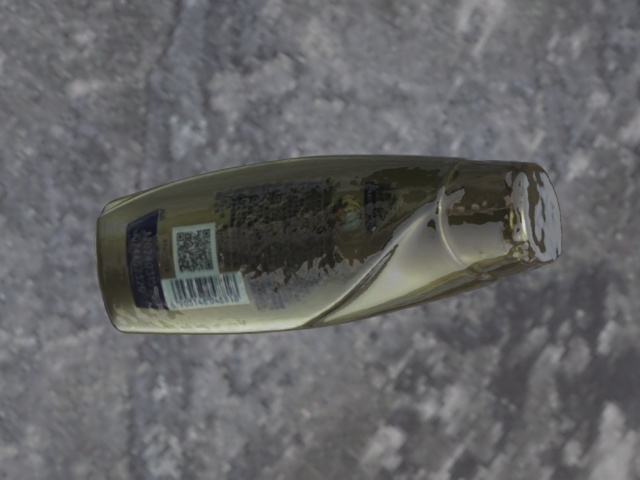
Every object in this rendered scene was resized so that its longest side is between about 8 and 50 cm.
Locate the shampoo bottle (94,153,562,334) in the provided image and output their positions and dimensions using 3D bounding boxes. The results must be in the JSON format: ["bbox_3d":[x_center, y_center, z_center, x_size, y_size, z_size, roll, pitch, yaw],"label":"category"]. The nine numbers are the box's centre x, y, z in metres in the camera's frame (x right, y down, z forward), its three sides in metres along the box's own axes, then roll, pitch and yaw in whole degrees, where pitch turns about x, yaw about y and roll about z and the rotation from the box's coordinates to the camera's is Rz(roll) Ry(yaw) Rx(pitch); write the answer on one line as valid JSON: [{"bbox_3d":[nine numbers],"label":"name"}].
[{"bbox_3d":[0.000,0.000,1.210,0.084,0.350,0.126,-4,86,-62],"label":"shampoo bottle"}]
